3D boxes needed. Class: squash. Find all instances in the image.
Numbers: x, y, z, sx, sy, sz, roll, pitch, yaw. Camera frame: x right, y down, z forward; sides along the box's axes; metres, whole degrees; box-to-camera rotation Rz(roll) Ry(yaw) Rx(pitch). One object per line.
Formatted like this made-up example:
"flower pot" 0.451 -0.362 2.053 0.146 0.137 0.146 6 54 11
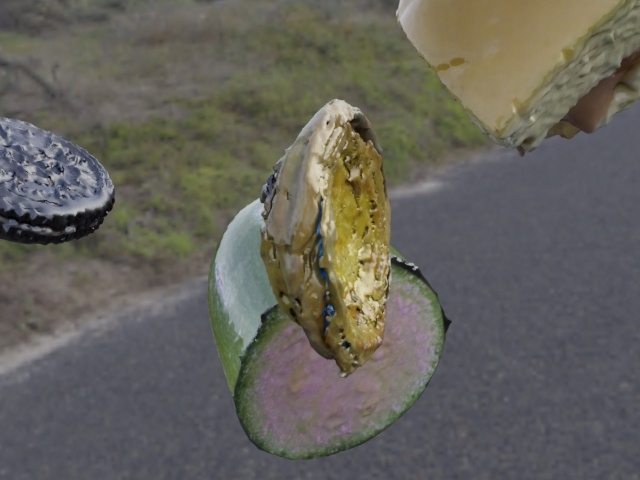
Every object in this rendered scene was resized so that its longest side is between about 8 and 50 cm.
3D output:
"squash" -0.040 0.083 1.718 0.310 0.310 0.309 -13 34 -27

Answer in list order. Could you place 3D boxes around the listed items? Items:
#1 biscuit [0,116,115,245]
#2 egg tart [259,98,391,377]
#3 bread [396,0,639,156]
"biscuit" -0.301 -0.061 1.294 0.195 0.053 0.194 22 26 -11
"egg tart" 0.000 0.000 1.322 0.107 0.290 0.291 -3 13 19
"bread" 0.173 -0.198 1.008 0.211 0.224 0.184 49 12 30
